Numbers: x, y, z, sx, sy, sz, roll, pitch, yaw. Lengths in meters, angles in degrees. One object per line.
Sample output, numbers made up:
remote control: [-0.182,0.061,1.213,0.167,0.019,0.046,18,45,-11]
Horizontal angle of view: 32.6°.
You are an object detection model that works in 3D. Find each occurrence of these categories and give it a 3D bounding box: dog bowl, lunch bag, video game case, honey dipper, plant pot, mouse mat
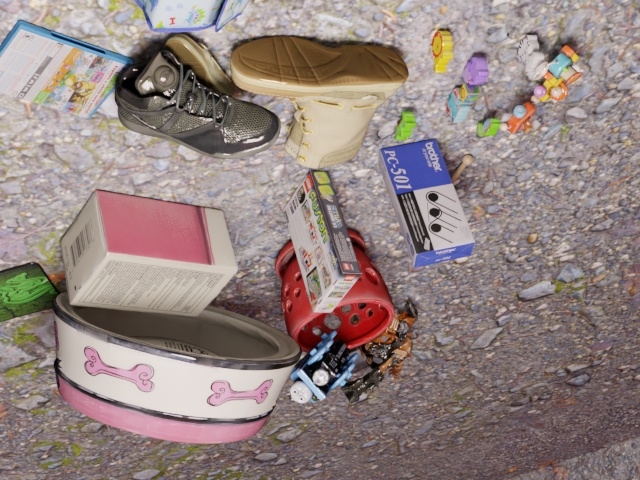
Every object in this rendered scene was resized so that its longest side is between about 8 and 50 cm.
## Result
dog bowl: [-0.244,0.202,1.781,0.408,0.408,0.150,9,97,-36]
lunch bag: [-0.135,-0.321,1.312,0.151,0.096,0.129,-11,149,-37]
video game case: [-0.347,-0.221,1.435,0.166,0.015,0.119,15,136,-40]
honey dipper: [0.220,-0.091,1.895,0.031,0.030,0.160,3,142,-29]
plant pot: [0.020,0.085,1.935,0.191,0.174,0.191,-12,148,-8]
mouse mat: [-0.544,0.098,1.849,0.190,0.007,0.152,-17,148,-2]

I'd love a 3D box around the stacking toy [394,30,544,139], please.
stacking toy: [0.220,-0.231,1.662,0.167,0.052,0.221,-2,148,-20]

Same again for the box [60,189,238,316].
box: [-0.275,0.024,1.746,0.232,0.126,0.148,9,140,-36]

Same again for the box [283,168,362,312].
box: [0.000,0.000,1.761,0.036,0.207,0.114,3,143,-29]

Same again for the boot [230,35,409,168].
boot: [-0.026,-0.191,1.564,0.262,0.095,0.203,-4,148,-28]

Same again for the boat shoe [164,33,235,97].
boat shoe: [-0.161,-0.234,1.483,0.056,0.048,0.153,-3,150,29]

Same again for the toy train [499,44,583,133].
toy train: [0.344,-0.223,1.671,0.125,0.046,0.166,-40,167,-26]

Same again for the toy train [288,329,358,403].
toy train: [0.000,0.219,1.833,0.105,0.080,0.184,-43,-179,15]

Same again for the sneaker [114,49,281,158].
sneaker: [-0.166,-0.178,1.441,0.228,0.087,0.130,16,161,5]

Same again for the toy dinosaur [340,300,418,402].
toy dinosaur: [0.119,0.224,2.241,0.218,0.164,0.322,-34,126,-3]

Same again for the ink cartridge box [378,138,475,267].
ink cartridge box: [0.166,-0.062,1.743,0.097,0.207,0.046,-12,149,-9]
